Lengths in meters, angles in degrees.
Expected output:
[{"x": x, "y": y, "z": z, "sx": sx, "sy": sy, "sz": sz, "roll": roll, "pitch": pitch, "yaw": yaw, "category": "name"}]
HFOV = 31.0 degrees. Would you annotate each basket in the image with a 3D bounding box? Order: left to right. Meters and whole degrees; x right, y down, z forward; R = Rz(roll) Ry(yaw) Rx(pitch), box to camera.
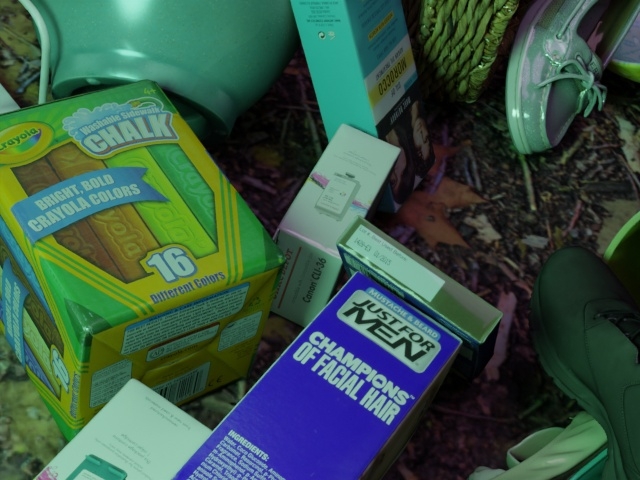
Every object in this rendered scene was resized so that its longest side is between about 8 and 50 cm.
[{"x": 0.188, "y": -0.290, "z": 1.240, "sx": 0.223, "sy": 0.299, "sz": 0.213, "roll": 1, "pitch": 51, "yaw": -15, "category": "basket"}]

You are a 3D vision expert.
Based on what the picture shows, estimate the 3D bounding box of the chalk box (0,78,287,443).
[{"x": -0.190, "y": -0.007, "z": 0.970, "sx": 0.180, "sy": 0.179, "sz": 0.289, "roll": -22, "pitch": 60, "yaw": -31, "category": "chalk box"}]

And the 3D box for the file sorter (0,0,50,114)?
[{"x": -0.406, "y": -0.142, "z": 1.026, "sx": 0.278, "sy": 0.173, "sz": 0.193, "roll": -26, "pitch": 61, "yaw": -32, "category": "file sorter"}]

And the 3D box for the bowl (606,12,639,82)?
[{"x": 0.459, "y": -0.291, "z": 1.396, "sx": 0.156, "sy": 0.289, "sz": 0.289, "roll": 39, "pitch": 31, "yaw": -44, "category": "bowl"}]

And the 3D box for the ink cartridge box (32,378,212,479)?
[{"x": -0.180, "y": 0.223, "z": 0.807, "sx": 0.078, "sy": 0.134, "sz": 0.231, "roll": 32, "pitch": 50, "yaw": 12, "category": "ink cartridge box"}]

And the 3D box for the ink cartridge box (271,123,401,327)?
[{"x": 0.000, "y": 0.000, "z": 1.063, "sx": 0.067, "sy": 0.115, "sz": 0.198, "roll": 26, "pitch": 49, "yaw": 5, "category": "ink cartridge box"}]

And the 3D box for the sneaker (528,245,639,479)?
[{"x": 0.265, "y": 0.114, "z": 0.930, "sx": 0.109, "sy": 0.130, "sz": 0.286, "roll": -7, "pitch": 57, "yaw": -22, "category": "sneaker"}]

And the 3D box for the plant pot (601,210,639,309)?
[{"x": 0.442, "y": 0.048, "z": 1.083, "sx": 0.275, "sy": 0.274, "sz": 0.293, "roll": 43, "pitch": 35, "yaw": 20, "category": "plant pot"}]

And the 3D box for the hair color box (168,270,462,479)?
[{"x": -0.041, "y": 0.197, "z": 0.836, "sx": 0.110, "sy": 0.185, "sz": 0.339, "roll": 33, "pitch": 50, "yaw": 11, "category": "hair color box"}]

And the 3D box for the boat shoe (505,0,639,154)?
[{"x": 0.300, "y": -0.233, "z": 1.295, "sx": 0.103, "sy": 0.118, "sz": 0.320, "roll": 13, "pitch": 61, "yaw": 36, "category": "boat shoe"}]

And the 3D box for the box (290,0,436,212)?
[{"x": 0.046, "y": -0.155, "z": 1.125, "sx": 0.060, "sy": 0.244, "sz": 0.100, "roll": 7, "pitch": 40, "yaw": 32, "category": "box"}]

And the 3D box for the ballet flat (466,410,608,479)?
[{"x": 0.172, "y": 0.212, "z": 0.969, "sx": 0.248, "sy": 0.086, "sz": 0.086, "roll": -24, "pitch": 61, "yaw": -33, "category": "ballet flat"}]

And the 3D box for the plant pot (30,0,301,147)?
[{"x": -0.152, "y": -0.206, "z": 1.111, "sx": 0.293, "sy": 0.293, "sz": 0.196, "roll": 12, "pitch": 75, "yaw": -7, "category": "plant pot"}]

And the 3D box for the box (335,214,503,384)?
[{"x": 0.085, "y": 0.057, "z": 0.976, "sx": 0.136, "sy": 0.225, "sz": 0.036, "roll": 34, "pitch": 80, "yaw": 13, "category": "box"}]
